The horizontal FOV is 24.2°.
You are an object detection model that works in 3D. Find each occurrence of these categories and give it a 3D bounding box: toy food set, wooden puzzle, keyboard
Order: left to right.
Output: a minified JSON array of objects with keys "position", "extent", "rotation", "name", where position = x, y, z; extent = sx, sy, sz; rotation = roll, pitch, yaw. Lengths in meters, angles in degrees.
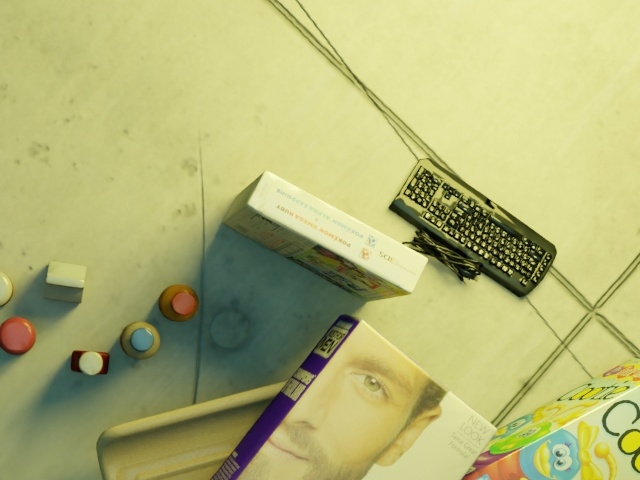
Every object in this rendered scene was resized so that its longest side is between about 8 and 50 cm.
[{"position":[-0.246,0.081,1.551],"extent":[0.232,0.104,0.111],"rotation":[9,85,-9],"name":"toy food set"},{"position":[-0.046,0.325,1.591],"extent":[0.322,0.080,0.348],"rotation":[-14,94,-10],"name":"wooden puzzle"},{"position":[0.169,-0.004,1.661],"extent":[0.192,0.038,0.100],"rotation":[33,82,-6],"name":"keyboard"}]

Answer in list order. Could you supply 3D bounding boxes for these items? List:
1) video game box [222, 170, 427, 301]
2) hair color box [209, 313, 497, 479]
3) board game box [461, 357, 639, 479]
[{"position":[0.000,0.000,1.547],"extent":[0.187,0.205,0.048],"rotation":[31,81,-7],"name":"video game box"},{"position":[-0.003,0.262,1.503],"extent":[0.185,0.110,0.339],"rotation":[39,83,-8],"name":"hair color box"},{"position":[0.277,0.251,1.612],"extent":[0.275,0.142,0.144],"rotation":[-27,92,-10],"name":"board game box"}]
